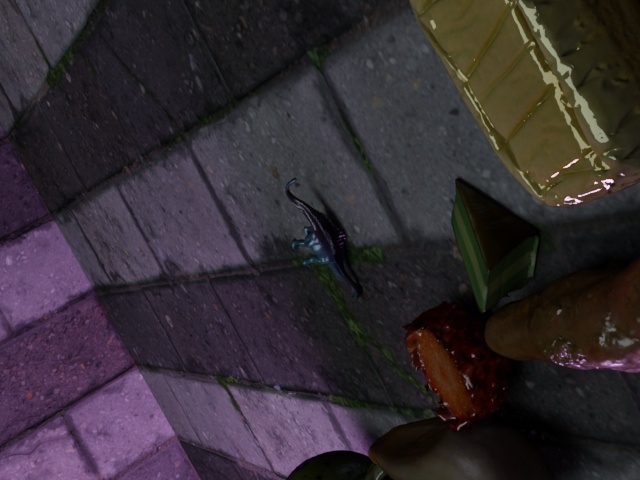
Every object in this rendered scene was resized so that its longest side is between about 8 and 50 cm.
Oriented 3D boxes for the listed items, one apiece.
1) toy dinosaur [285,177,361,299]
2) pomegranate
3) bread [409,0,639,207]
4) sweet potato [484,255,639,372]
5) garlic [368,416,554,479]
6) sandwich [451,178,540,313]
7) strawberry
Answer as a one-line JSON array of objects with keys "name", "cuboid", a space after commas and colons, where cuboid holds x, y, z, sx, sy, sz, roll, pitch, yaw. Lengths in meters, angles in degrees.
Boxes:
[{"name": "toy dinosaur", "cuboid": [0.000, 0.000, 1.219, 0.080, 0.045, 0.197, -3, 123, 48]}, {"name": "pomegranate", "cuboid": [0.075, 0.434, 1.395, 0.306, 0.242, 0.242, -23, 98, 39]}, {"name": "bread", "cuboid": [0.169, -0.141, 0.671, 0.236, 0.106, 0.140, 58, 156, 2]}, {"name": "sweet potato", "cuboid": [0.247, 0.067, 0.776, 0.106, 0.095, 0.354, 52, 156, 5]}, {"name": "garlic", "cuboid": [0.173, 0.264, 1.091, 0.318, 0.143, 0.112, -18, 82, 63]}, {"name": "sandwich", "cuboid": [0.148, 0.003, 0.908, 0.116, 0.074, 0.074, 39, 148, 35]}, {"name": "strawberry", "cuboid": [0.158, 0.136, 1.027, 0.145, 0.086, 0.145, 41, 148, 33]}]
